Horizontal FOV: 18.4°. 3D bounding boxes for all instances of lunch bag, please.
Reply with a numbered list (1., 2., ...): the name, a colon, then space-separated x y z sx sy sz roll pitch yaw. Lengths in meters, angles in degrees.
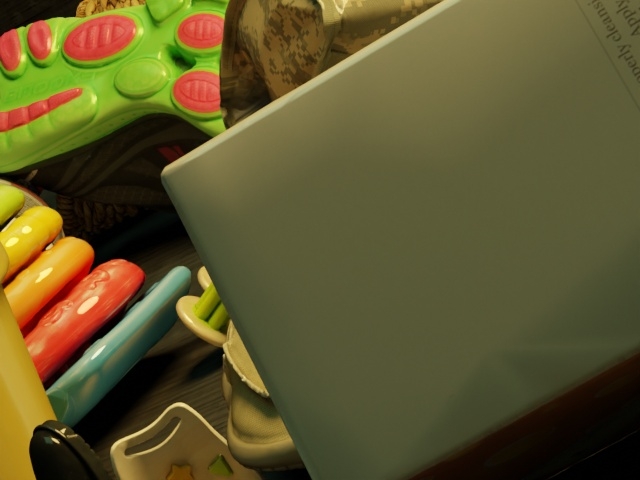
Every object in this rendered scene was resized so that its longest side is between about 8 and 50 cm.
1. lunch bag: 0.059 -0.161 1.511 0.235 0.169 0.287 -11 -23 -18

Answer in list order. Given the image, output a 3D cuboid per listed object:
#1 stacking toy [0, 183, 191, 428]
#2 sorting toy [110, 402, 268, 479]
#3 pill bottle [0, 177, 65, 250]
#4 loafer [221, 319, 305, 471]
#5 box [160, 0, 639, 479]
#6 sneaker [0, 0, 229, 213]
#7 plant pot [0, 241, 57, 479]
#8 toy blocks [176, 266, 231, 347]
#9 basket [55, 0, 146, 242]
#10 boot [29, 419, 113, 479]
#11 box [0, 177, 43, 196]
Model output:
1. stacking toy: -0.262 0.004 1.469 0.175 0.302 0.166 -40 5 44
2. sorting toy: -0.080 0.135 1.129 0.083 0.075 0.045 -32 14 -3
3. pill bottle: -0.297 0.043 1.724 0.161 0.161 0.283 -32 14 -1
4. loafer: -0.012 0.066 1.123 0.102 0.092 0.268 -5 8 -13
5. box: 0.142 -0.028 0.855 0.345 0.168 0.215 -30 -16 10
6. sneaker: -0.106 -0.129 1.821 0.482 0.202 0.185 -1 71 31
7. plant pot: -0.287 0.112 1.310 0.254 0.239 0.254 -31 14 9
8. toy blocks: -0.037 -0.006 1.434 0.148 0.054 0.123 -55 3 20
9. basket: -0.214 -0.159 2.125 0.223 0.213 0.299 -28 14 13
10. boot: -0.151 0.172 1.076 0.099 0.121 0.045 -34 11 -35
11. box: -0.428 -0.017 2.028 0.290 0.177 0.279 -48 9 16
